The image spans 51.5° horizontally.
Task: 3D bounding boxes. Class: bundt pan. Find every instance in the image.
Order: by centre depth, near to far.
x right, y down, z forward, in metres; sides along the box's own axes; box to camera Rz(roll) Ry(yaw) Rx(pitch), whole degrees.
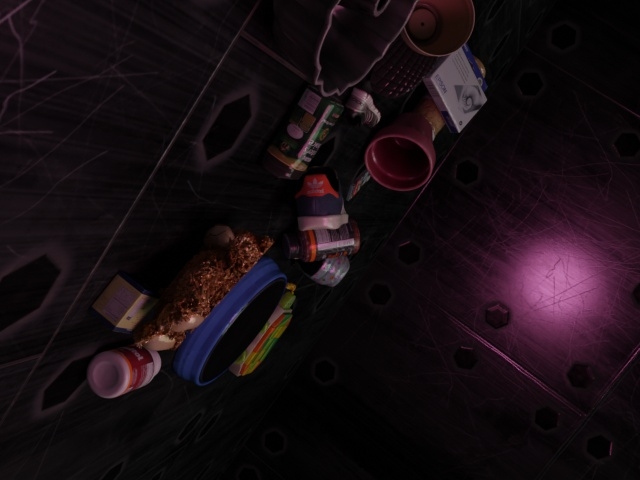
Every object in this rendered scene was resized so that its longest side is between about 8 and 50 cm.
[{"bbox_3d":[0.048,-0.386,0.979,0.331,0.124,0.331,-49,168,-15],"label":"bundt pan"}]

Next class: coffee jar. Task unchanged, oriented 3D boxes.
[{"bbox_3d":[-0.036,-0.204,1.284,0.184,0.079,0.096,-56,168,14],"label":"coffee jar"}]

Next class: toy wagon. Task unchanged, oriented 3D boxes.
[{"bbox_3d":[-0.176,0.294,2.191,0.344,0.068,0.267,-54,168,2],"label":"toy wagon"}]

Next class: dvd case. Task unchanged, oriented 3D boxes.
[{"bbox_3d":[0.127,-0.188,2.120,0.119,0.013,0.087,-46,166,-26],"label":"dvd case"}]

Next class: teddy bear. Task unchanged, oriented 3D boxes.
[{"bbox_3d":[-0.219,0.071,1.219,0.338,0.113,0.245,-50,-173,-34],"label":"teddy bear"}]

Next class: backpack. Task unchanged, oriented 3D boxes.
[{"bbox_3d":[0.004,0.050,1.919,0.152,0.115,0.182,-59,-152,12],"label":"backpack"}]

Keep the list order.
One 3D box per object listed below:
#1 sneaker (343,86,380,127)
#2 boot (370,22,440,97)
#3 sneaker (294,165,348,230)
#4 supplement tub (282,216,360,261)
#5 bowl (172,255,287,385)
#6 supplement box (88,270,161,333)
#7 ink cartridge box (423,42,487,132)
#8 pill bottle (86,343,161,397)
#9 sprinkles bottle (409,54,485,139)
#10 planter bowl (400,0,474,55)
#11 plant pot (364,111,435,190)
[{"bbox_3d":[0.091,-0.296,1.557,0.075,0.063,0.170,-54,163,0],"label":"sneaker"},{"bbox_3d":[0.251,-0.458,1.606,0.338,0.118,0.223,-49,173,1],"label":"boot"},{"bbox_3d":[0.004,-0.109,1.642,0.350,0.131,0.148,-102,-172,-85],"label":"sneaker"},{"bbox_3d":[0.000,0.000,1.782,0.198,0.106,0.106,-9,150,-17],"label":"supplement tub"},{"bbox_3d":[-0.228,0.218,1.758,0.391,0.077,0.391,-51,168,-15],"label":"bowl"},{"bbox_3d":[-0.324,0.104,1.105,0.083,0.056,0.083,-52,168,-5],"label":"supplement box"},{"bbox_3d":[0.433,-0.487,2.045,0.224,0.045,0.223,-51,125,-18],"label":"ink cartridge box"},{"bbox_3d":[-0.368,0.244,1.264,0.086,0.086,0.152,-55,169,6],"label":"pill bottle"},{"bbox_3d":[0.387,-0.446,2.127,0.355,0.121,0.121,-50,168,-18],"label":"sprinkles bottle"},{"bbox_3d":[0.234,-0.474,1.428,0.162,0.162,0.109,-53,-164,-1],"label":"planter bowl"},{"bbox_3d":[0.249,-0.276,1.953,0.201,0.201,0.180,114,2,-46],"label":"plant pot"}]
